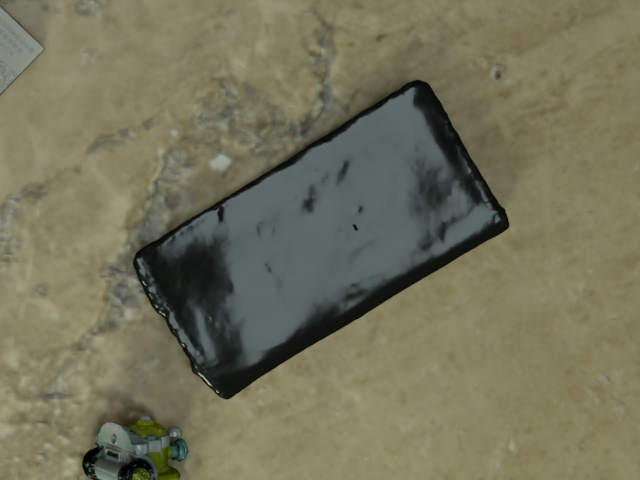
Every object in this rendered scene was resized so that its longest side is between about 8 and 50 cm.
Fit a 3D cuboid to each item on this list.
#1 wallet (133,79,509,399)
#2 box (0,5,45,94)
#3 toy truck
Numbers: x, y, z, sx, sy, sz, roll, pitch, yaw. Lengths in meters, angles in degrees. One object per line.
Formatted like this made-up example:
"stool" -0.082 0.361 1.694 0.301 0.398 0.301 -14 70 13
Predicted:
"wallet" 0.000 0.000 1.474 0.285 0.030 0.146 -32 103 -7
"box" -0.258 -0.136 1.407 0.053 0.024 0.083 43 83 -12
"toy truck" -0.138 0.192 1.441 0.077 0.076 0.111 -3 98 -36
